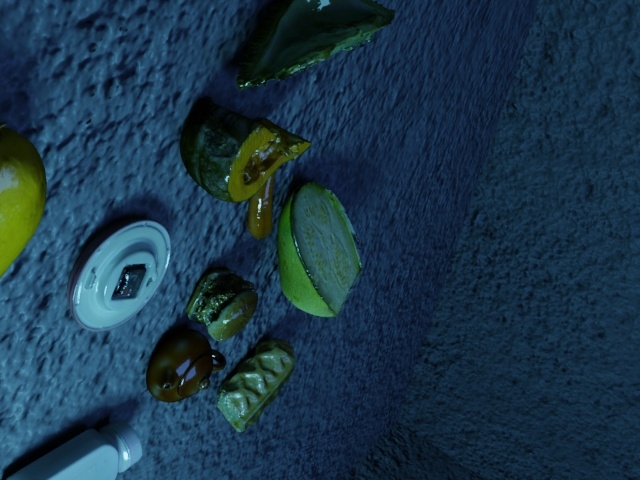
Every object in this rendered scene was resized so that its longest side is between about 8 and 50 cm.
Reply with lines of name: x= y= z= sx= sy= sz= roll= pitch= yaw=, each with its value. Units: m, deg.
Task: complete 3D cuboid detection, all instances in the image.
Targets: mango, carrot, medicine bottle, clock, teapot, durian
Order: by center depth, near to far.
mango: x=-0.479 y=-0.035 z=1.152 sx=0.176 sy=0.119 sz=0.316 roll=-23 pitch=146 yaw=-58
clock: x=-0.376 y=0.066 z=1.541 sx=0.244 sy=0.056 sz=0.244 roll=-46 pitch=154 yaw=-31
durian: x=-0.021 y=-0.368 z=1.568 sx=0.394 sy=0.198 sz=0.163 roll=-37 pitch=149 yaw=-38
medicine bottle: x=-0.514 y=0.486 z=1.688 sx=0.296 sy=0.111 sz=0.161 roll=-27 pitch=142 yaw=-49
carrot: x=-0.128 y=-0.112 z=1.833 sx=0.066 sy=0.062 sz=0.271 roll=-7 pitch=126 yaw=-21
teapot: x=-0.297 y=0.297 z=1.872 sx=0.252 sy=0.135 sz=0.178 roll=-6 pitch=127 yaw=-61

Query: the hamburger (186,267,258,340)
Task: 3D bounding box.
hamburger: x=-0.213 y=0.153 z=1.875 sx=0.159 sy=0.131 sz=0.185 roll=-62 pitch=161 yaw=13

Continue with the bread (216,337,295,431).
bread: x=-0.170 y=0.386 z=2.238 sx=0.267 sy=0.130 sz=0.152 roll=-48 pitch=149 yaw=-28

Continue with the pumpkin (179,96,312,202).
pumpkin: x=-0.143 y=-0.206 z=1.590 sx=0.280 sy=0.139 sz=0.190 roll=-45 pitch=153 yaw=-34

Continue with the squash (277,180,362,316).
squash: x=0.000 y=0.000 z=2.031 sx=0.233 sy=0.210 sz=0.308 roll=-57 pitch=164 yaw=-38
